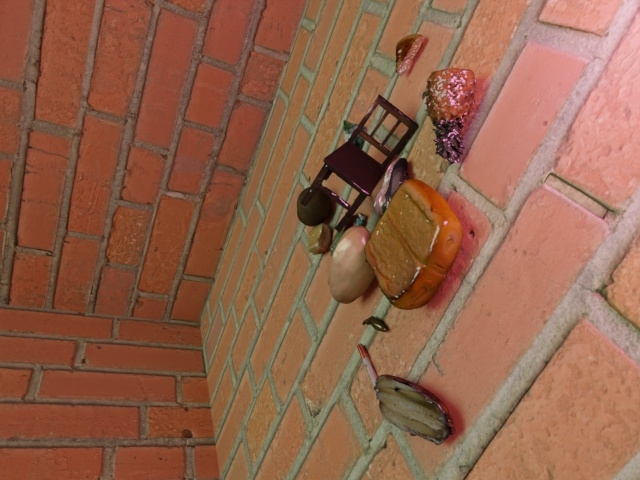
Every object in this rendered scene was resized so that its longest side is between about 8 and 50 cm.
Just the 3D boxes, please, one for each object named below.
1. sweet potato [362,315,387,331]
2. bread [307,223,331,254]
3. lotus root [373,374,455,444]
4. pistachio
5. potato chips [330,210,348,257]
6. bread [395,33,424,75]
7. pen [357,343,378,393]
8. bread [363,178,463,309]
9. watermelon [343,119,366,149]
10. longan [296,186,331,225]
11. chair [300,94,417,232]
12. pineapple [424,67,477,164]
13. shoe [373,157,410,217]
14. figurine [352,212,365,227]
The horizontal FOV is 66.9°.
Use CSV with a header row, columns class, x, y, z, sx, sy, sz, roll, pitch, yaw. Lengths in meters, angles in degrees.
class,x,y,z,sx,sy,sz,roll,pitch,yaw
sweet potato,0.187,0.285,1.671,0.041,0.038,0.153,-59,21,-11
bread,0.000,-0.002,2.135,0.106,0.082,0.125,-16,55,51
lotus root,0.274,0.467,1.379,0.329,0.078,0.167,0,103,63
pistachio,0.114,0.085,1.732,0.188,0.187,0.300,-118,42,-54
potato chips,0.088,-0.009,1.958,0.167,0.059,0.229,-164,85,-80
bread,0.316,-0.700,1.783,0.154,0.054,0.136,-55,35,31
pen,0.172,0.447,1.645,0.028,0.028,0.239,-64,29,28
bread,0.288,0.009,1.452,0.328,0.147,0.337,-63,27,22
watermelon,0.151,-0.425,2.032,0.101,0.080,0.155,-3,72,28
longan,-0.031,-0.150,2.164,0.187,0.167,0.168,-58,32,39
chair,0.133,-0.269,1.729,0.241,0.203,0.416,-50,-2,-47
pineapple,0.384,-0.356,1.425,0.157,0.157,0.279,-172,80,-65
shoe,0.266,-0.172,1.641,0.112,0.099,0.228,19,77,35
figurine,0.145,-0.055,1.885,0.060,0.047,0.106,36,111,54
